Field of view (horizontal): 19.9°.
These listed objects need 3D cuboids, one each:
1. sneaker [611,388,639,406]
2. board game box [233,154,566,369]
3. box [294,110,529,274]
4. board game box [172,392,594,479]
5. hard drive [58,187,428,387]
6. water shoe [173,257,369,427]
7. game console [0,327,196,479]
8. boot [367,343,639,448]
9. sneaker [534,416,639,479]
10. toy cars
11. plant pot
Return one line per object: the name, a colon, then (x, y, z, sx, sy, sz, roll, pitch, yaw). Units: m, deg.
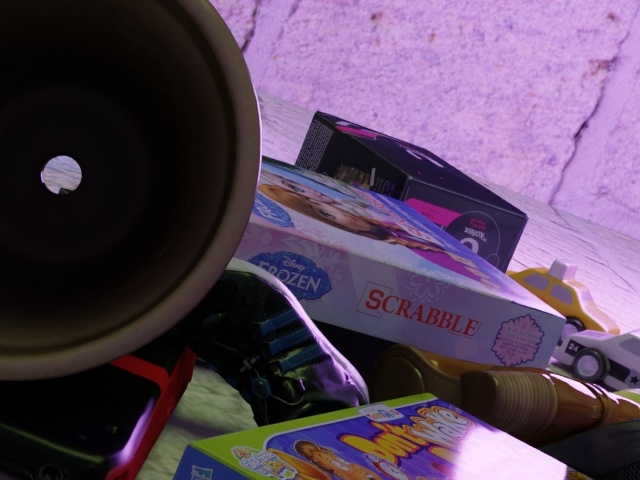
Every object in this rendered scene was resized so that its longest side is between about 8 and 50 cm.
sneaker: (0.295, 0.209, 1.482, 0.126, 0.091, 0.240, -12, 32, -41)
board game box: (0.000, 0.000, 1.567, 0.318, 0.066, 0.319, 17, 11, -29)
box: (0.085, -0.027, 2.055, 0.165, 0.143, 0.270, 17, 12, -28)
board game box: (0.083, 0.187, 1.073, 0.233, 0.078, 0.347, 26, 10, 22)
hard drive: (-0.045, 0.050, 1.577, 0.339, 0.064, 0.237, 13, 13, -46)
water shoe: (-0.030, 0.084, 1.235, 0.203, 0.073, 0.080, 39, 21, -33)
game console: (-0.276, 0.040, 1.175, 0.387, 0.060, 0.342, 22, 15, 0)
boot: (0.140, 0.130, 1.425, 0.152, 0.073, 0.197, 11, -2, -32)
sneaker: (0.207, 0.198, 1.304, 0.087, 0.130, 0.227, -11, -9, -21)
toy cars: (0.313, 0.096, 2.061, 0.176, 0.087, 0.394, 17, 11, -29)
plant pot: (-0.167, -0.050, 1.115, 0.263, 0.263, 0.229, 22, -2, -1)
